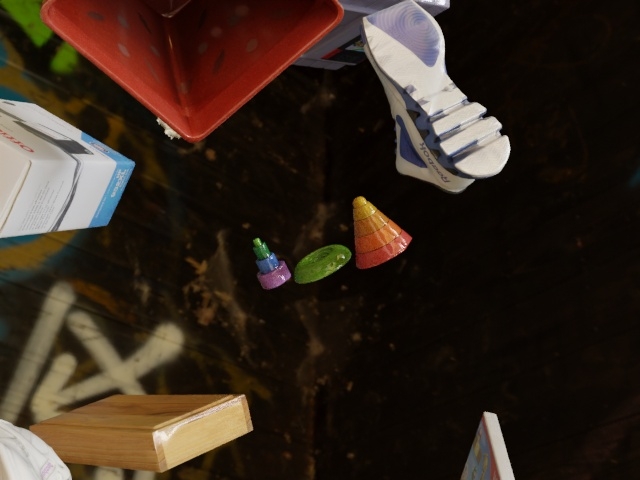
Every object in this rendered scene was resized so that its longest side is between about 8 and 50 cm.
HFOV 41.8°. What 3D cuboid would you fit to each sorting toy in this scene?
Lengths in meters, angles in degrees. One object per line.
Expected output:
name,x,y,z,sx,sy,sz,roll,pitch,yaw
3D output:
sorting toy,0.000,0.000,1.674,0.366,0.126,0.127,-16,-161,35

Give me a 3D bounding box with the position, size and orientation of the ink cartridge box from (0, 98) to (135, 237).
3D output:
ink cartridge box,-0.462,-0.118,1.272,0.129,0.223,0.307,-61,170,11

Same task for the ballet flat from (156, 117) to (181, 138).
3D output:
ballet flat,-0.321,-0.381,1.647,0.147,0.408,0.147,-15,-150,9

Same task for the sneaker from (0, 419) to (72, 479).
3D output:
sneaker,-0.312,0.258,0.874,0.305,0.152,0.114,23,-92,57

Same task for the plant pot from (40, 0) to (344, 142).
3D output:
plant pot,-0.175,-0.341,1.076,0.267,0.267,0.235,-38,-137,13

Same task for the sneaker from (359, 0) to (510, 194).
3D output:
sneaker,0.148,-0.193,1.289,0.315,0.128,0.182,61,-21,15

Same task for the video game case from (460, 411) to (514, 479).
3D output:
video game case,0.250,0.453,1.365,0.204,0.025,0.285,-83,-173,-69

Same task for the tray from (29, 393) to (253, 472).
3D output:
tray,-0.339,0.343,1.537,0.411,0.203,0.076,-9,-86,43

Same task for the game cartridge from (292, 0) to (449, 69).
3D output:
game cartridge,0.044,-0.400,1.559,0.355,0.230,0.068,-15,-106,55
